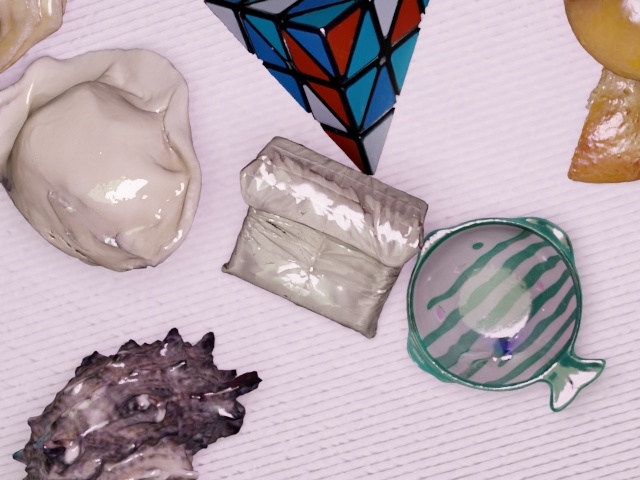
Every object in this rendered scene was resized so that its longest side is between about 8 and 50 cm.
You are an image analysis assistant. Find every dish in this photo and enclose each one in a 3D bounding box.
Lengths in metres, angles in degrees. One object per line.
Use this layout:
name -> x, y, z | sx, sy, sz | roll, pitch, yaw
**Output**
dish -> 0.208, 0.079, 1.690 | 0.246, 0.078, 0.224 | 45, 98, 1

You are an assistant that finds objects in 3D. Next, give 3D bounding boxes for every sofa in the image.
sofa -> 0.000, 0.000, 1.630 | 0.210, 0.225, 0.176 | 25, 94, 0

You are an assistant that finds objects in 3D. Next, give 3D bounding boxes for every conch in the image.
conch -> -0.208, 0.237, 1.704 | 0.313, 0.186, 0.240 | -47, 118, -10

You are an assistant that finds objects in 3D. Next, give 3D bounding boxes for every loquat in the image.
loquat -> 0.352, -0.274, 1.580 | 0.213, 0.213, 0.213 | 1, 96, 5

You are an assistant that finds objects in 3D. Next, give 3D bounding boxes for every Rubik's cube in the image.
Rubik's cube -> 0.034, -0.167, 1.648 | 0.284, 0.250, 0.234 | -13, 113, 2

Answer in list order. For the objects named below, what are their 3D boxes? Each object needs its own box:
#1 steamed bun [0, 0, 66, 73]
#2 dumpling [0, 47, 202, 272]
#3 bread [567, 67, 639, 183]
steamed bun -> -0.484, -0.183, 1.634 | 0.428, 0.189, 0.247 | -10, 102, 10
dumpling -> -0.232, -0.096, 1.677 | 0.318, 0.187, 0.243 | 26, 74, 25
bread -> 0.331, -0.114, 1.674 | 0.136, 0.054, 0.154 | -40, 88, 11
